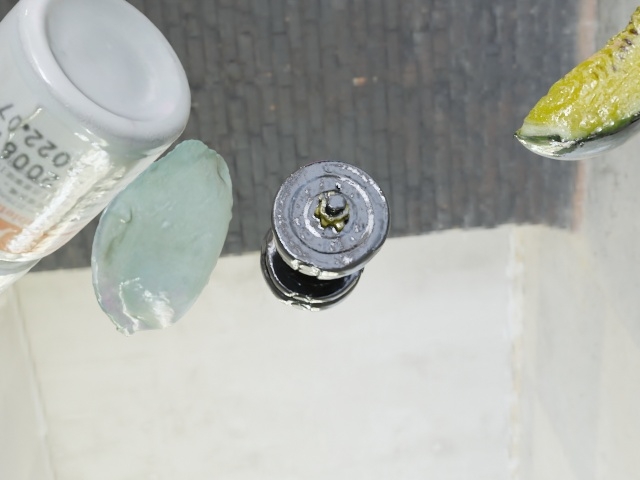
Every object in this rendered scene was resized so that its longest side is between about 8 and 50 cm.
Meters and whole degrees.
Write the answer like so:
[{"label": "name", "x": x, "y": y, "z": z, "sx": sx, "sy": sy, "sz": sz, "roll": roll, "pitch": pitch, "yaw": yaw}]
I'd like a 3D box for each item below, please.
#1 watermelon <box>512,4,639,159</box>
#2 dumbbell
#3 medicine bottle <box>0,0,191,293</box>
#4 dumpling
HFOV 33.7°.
[{"label": "watermelon", "x": 0.395, "y": -0.202, "z": 1.402, "sx": 0.129, "sy": 0.301, "sz": 0.123, "roll": 47, "pitch": 171, "yaw": 10}, {"label": "dumbbell", "x": 0.000, "y": 0.000, "z": 1.705, "sx": 0.388, "sy": 0.185, "sz": 0.185, "roll": 111, "pitch": 154, "yaw": -72}, {"label": "medicine bottle", "x": -0.328, "y": -0.094, "z": 1.161, "sx": 0.371, "sy": 0.211, "sz": 0.211, "roll": -37, "pitch": 44, "yaw": 34}, {"label": "dumpling", "x": -0.171, "y": -0.004, "z": 1.048, "sx": 0.105, "sy": 0.149, "sz": 0.217, "roll": 34, "pitch": 101, "yaw": 55}]
